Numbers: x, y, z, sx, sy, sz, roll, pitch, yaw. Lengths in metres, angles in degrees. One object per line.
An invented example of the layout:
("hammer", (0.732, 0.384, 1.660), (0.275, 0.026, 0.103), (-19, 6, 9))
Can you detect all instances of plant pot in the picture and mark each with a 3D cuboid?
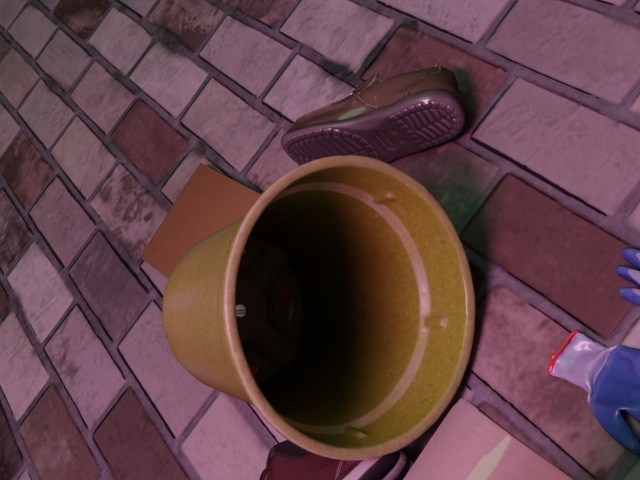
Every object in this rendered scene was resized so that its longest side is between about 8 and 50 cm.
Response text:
("plant pot", (-0.031, 0.069, 0.976), (0.254, 0.276, 0.276), (-9, 58, 56))

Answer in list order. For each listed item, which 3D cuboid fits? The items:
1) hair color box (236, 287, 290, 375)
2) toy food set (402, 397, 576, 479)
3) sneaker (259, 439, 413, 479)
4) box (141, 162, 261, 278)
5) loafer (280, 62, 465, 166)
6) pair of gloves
("hair color box", (-0.083, 0.102, 1.151), (0.072, 0.043, 0.141), (-6, 61, 42))
("toy food set", (0.160, 0.284, 0.643), (0.220, 0.306, 0.092), (-55, -3, -1))
("sneaker", (-0.047, 0.286, 0.922), (0.281, 0.106, 0.162), (-34, 23, -20))
("box", (-0.153, -0.010, 1.311), (0.201, 0.021, 0.164), (28, 85, 50))
("loafer", (0.065, -0.142, 1.148), (0.251, 0.094, 0.087), (-11, 45, 34))
("pair of gloves", (0.291, 0.079, 0.820), (0.198, 0.023, 0.159), (-57, 41, 0))
